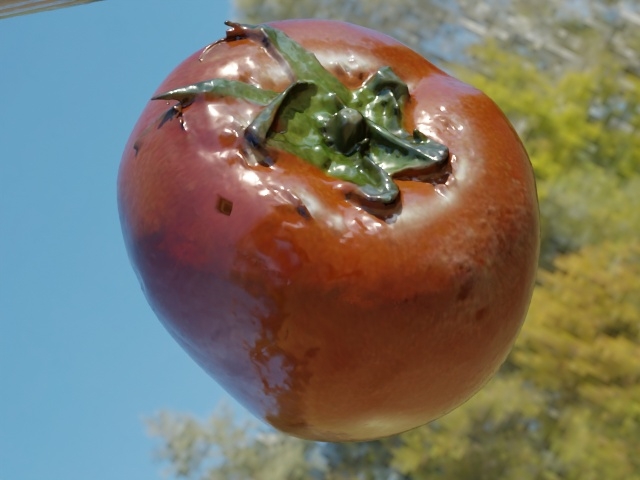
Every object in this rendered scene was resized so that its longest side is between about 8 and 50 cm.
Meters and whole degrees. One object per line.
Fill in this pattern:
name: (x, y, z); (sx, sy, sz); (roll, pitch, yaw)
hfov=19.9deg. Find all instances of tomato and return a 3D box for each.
tomato: (0.000, 0.000, 1.439); (0.341, 0.341, 0.272); (-46, -19, -42)

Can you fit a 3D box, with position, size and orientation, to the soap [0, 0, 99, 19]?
soap: (-0.023, -0.136, 0.602); (0.145, 0.231, 0.091); (-93, -7, -84)
